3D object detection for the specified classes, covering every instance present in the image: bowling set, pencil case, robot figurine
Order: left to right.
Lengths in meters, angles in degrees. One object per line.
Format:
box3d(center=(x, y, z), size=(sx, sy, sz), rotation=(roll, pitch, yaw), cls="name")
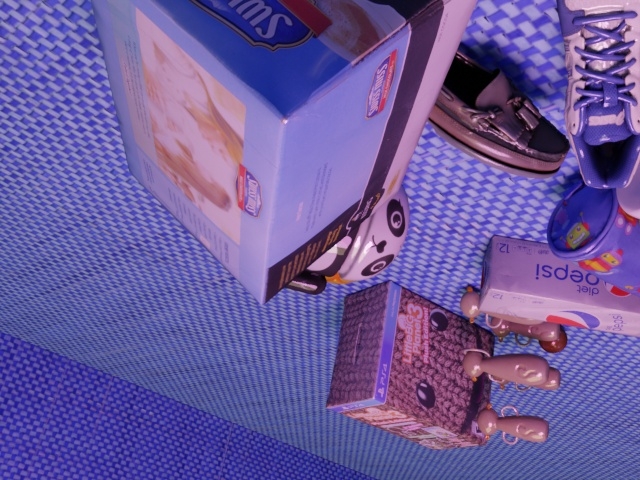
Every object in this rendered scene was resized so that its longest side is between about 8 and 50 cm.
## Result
box3d(center=(-0.016, -0.045, 1.012), size=(0.278, 0.173, 0.209), rotation=(17, 152, -10), cls="robot figurine")
box3d(center=(0.360, 0.215, 1.372), size=(0.154, 0.287, 0.200), rotation=(2, -174, 31), cls="bowling set")
box3d(center=(0.440, 0.014, 0.996), size=(0.306, 0.133, 0.119), rotation=(24, 138, -25), cls="pencil case")

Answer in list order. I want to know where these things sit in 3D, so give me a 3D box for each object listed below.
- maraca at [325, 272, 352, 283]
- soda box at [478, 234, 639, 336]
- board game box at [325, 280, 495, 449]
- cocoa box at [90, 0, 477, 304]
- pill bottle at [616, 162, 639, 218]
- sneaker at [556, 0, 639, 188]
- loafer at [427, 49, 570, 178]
box3d(center=(0.000, 0.000, 1.185), size=(0.186, 0.099, 0.127), rotation=(36, 143, 7), cls="maraca")
box3d(center=(0.400, 0.075, 1.163), size=(0.286, 0.098, 0.091), rotation=(9, 153, 4), cls="soda box")
box3d(center=(0.181, 0.249, 1.436), size=(0.291, 0.232, 0.141), rotation=(27, 148, -28), cls="board game box")
box3d(center=(-0.043, -0.140, 0.692), size=(0.231, 0.228, 0.347), rotation=(44, 157, 14), cls="cocoa box")
box3d(center=(0.467, -0.053, 0.863), size=(0.208, 0.119, 0.119), rotation=(18, 152, -12), cls="pill bottle")
box3d(center=(0.287, -0.164, 0.713), size=(0.112, 0.131, 0.296), rotation=(0, 149, 26), cls="sneaker")
box3d(center=(0.154, -0.157, 0.790), size=(0.267, 0.096, 0.084), rotation=(28, 137, -1), cls="loafer")
